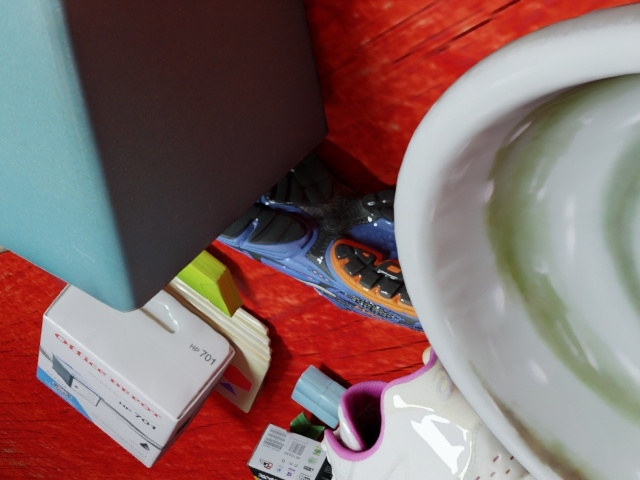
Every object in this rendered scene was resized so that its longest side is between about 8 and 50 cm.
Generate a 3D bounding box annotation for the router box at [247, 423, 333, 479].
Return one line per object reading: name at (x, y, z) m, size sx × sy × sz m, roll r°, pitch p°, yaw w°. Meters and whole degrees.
router box at (0.038, 0.230, 1.022) m, size 0.179 × 0.046 × 0.133 m, roll 16°, pitch 151°, yaw 24°

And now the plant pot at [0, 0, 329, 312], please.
plant pot at (-0.115, -0.124, 0.572) m, size 0.166 × 0.165 × 0.234 m, roll 26°, pitch 143°, yaw 27°

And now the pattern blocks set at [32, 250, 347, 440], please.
pattern blocks set at (-0.118, 0.065, 1.023) m, size 0.325 × 0.026 × 0.285 m, roll 40°, pitch 155°, yaw -1°

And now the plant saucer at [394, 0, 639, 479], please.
plant saucer at (0.218, 0.049, 0.468) m, size 0.401 × 0.100 × 0.400 m, roll 30°, pitch 152°, yaw 18°

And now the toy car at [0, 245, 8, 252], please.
toy car at (-0.217, -0.087, 0.845) m, size 0.155 × 0.149 × 0.188 m, roll -12°, pitch 95°, yaw 54°

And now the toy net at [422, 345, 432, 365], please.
toy net at (0.108, 0.117, 0.785) m, size 0.122 × 0.045 × 0.232 m, roll 39°, pitch 154°, yaw 1°

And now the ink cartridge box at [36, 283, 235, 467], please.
ink cartridge box at (-0.163, 0.105, 1.023) m, size 0.140 × 0.082 × 0.190 m, roll 38°, pitch 156°, yaw 3°

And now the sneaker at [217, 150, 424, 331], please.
sneaker at (0.000, 0.000, 0.708) m, size 0.221 × 0.083 × 0.087 m, roll 30°, pitch 161°, yaw 27°

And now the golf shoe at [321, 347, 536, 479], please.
golf shoe at (0.054, 0.154, 0.770) m, size 0.140 × 0.115 × 0.306 m, roll 51°, pitch 149°, yaw 4°
